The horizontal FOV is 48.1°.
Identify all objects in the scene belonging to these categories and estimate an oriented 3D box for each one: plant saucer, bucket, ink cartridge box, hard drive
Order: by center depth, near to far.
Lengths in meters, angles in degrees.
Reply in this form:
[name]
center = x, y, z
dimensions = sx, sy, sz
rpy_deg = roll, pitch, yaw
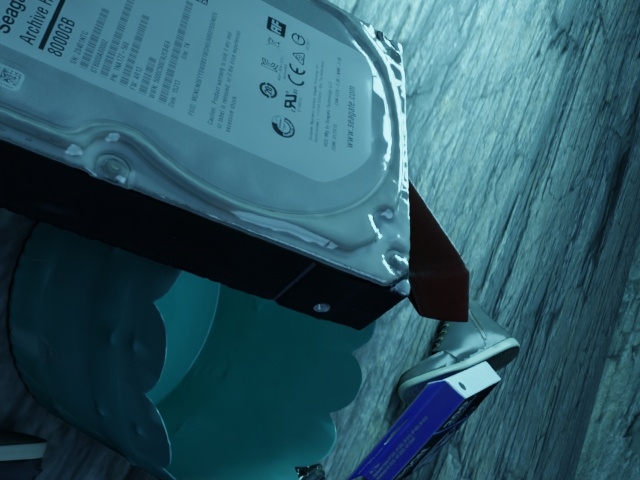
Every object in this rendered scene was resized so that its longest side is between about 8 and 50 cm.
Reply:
[hard drive]
center = -0.097, -0.104, 0.436
dimensions = 0.339, 0.064, 0.236
rpy_deg = 22, 50, -22
[bucket]
center = -0.095, 0.060, 0.589
dimensions = 0.281, 0.183, 0.281
rpy_deg = -21, 116, -52
[plant saucer]
center = 0.060, -0.036, 0.717
dimensions = 0.048, 0.258, 0.259
rpy_deg = -31, 161, 1
[ink cartridge box]
center = 0.156, 0.276, 1.050
dimensions = 0.208, 0.045, 0.206
rpy_deg = 1, 129, -55

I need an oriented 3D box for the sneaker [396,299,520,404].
[sneaker]
center = 0.198, 0.180, 1.155
dimensions = 0.222, 0.118, 0.083
rpy_deg = -17, 137, -23

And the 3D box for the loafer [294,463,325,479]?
[loafer]
center = -0.063, 0.308, 0.791
dimensions = 0.223, 0.076, 0.078
rpy_deg = -2, 91, -59

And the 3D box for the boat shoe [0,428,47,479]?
[boat shoe]
center = -0.267, 0.159, 0.459
dimensions = 0.206, 0.075, 0.064
rpy_deg = 23, 76, -60
